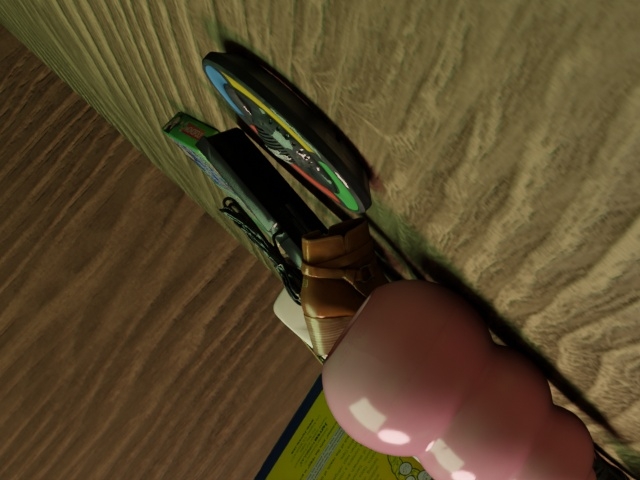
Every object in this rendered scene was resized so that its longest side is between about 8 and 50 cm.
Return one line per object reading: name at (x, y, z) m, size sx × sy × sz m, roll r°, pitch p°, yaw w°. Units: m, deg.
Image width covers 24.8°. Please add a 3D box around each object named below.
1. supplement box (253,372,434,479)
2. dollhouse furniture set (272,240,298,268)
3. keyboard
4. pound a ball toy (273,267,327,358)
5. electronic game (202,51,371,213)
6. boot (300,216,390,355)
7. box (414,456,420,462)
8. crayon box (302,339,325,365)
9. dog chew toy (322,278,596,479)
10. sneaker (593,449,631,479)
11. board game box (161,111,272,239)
supplement box at (0.109, 0.361, 2.030) m, size 0.194 × 0.195 × 0.356 m, roll 36°, pitch 174°, yaw -39°
dollhouse furniture set at (0.000, 0.000, 2.216) m, size 0.114 × 0.081 × 0.091 m, roll 9°, pitch -161°, yaw -27°
keyboard at (-0.049, -0.010, 1.858) m, size 0.317 × 0.033 × 0.201 m, roll 49°, pitch -157°, yaw 5°
pound a ball toy at (0.088, 0.104, 2.027) m, size 0.319 × 0.135 × 0.208 m, roll 41°, pitch -160°, yaw 16°
electronic game at (-0.035, -0.110, 1.496) m, size 0.229 × 0.048 × 0.229 m, roll 42°, pitch 174°, yaw 5°
boot at (0.061, 0.043, 1.771) m, size 0.073 × 0.197 × 0.152 m, roll 11°, pitch 114°, yaw 49°
box at (0.153, 0.190, 1.826) m, size 0.130 × 0.170 × 0.091 m, roll 41°, pitch 174°, yaw 15°
crayon box at (0.079, 0.205, 2.477) m, size 0.202 × 0.081 × 0.318 m, roll 51°, pitch -171°, yaw 9°
dog chew toy at (0.168, 0.192, 1.662) m, size 0.332 × 0.206 × 0.206 m, roll 35°, pitch 175°, yaw 0°
sneaker at (0.324, 0.284, 1.865) m, size 0.178 × 0.072 × 0.077 m, roll 35°, pitch 170°, yaw 48°
board game box at (-0.105, -0.069, 2.323) m, size 0.317 × 0.046 × 0.213 m, roll 45°, pitch 173°, yaw -25°
